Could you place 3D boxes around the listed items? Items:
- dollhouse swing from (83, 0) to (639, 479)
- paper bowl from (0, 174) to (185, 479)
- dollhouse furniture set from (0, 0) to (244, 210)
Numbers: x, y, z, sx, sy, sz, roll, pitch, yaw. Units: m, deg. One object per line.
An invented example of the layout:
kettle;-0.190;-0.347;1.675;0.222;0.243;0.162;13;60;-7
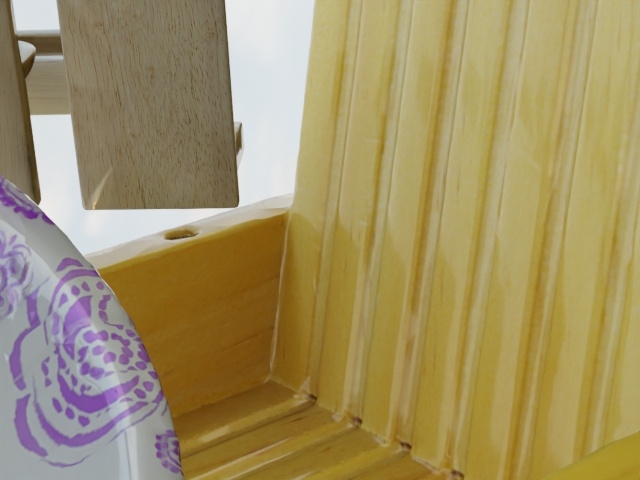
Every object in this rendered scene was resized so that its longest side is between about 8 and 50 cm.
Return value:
dollhouse swing;0.000;0.000;0.509;0.315;0.347;0.305;-18;-68;-31
paper bowl;-0.190;0.083;0.352;0.148;0.284;0.284;-59;1;37
dollhouse furniture set;-0.100;-0.098;0.525;0.151;0.144;0.123;-83;-8;-64
